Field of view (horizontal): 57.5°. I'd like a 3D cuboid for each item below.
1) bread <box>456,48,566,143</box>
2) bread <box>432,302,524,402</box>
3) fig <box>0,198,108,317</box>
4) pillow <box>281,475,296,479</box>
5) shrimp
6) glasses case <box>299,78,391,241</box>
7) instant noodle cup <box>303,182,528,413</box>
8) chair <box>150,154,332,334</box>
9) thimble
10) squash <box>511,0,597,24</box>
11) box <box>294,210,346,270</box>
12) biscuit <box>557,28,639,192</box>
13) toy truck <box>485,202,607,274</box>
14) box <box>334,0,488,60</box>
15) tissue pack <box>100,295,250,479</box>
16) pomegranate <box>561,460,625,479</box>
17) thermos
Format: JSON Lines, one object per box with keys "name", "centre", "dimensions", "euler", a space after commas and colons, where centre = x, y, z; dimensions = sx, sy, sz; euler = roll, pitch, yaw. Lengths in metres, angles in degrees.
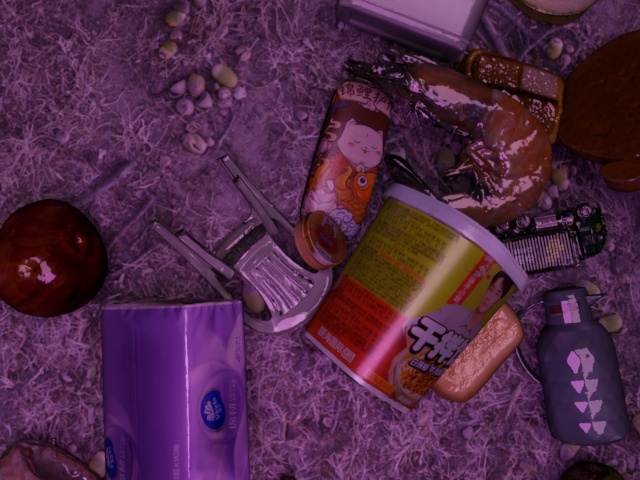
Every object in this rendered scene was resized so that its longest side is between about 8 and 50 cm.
{"name": "bread", "centre": [0.369, -0.274, 1.167], "dimensions": [0.222, 0.096, 0.182], "euler": [17, 82, -3]}
{"name": "bread", "centre": [0.278, 0.198, 1.117], "dimensions": [0.217, 0.098, 0.147], "euler": [-41, 94, -7]}
{"name": "fig", "centre": [-0.499, 0.051, 1.033], "dimensions": [0.249, 0.186, 0.204], "euler": [-30, 64, 33]}
{"name": "pillow", "centre": [-0.101, 0.638, 1.042], "dimensions": [0.305, 0.108, 0.308], "euler": [-31, 92, -12]}
{"name": "shrimp", "centre": [0.217, -0.189, 1.089], "dimensions": [0.444, 0.085, 0.272], "euler": [33, 101, -4]}
{"name": "glasses case", "centre": [0.050, -0.154, 1.126], "dimensions": [0.122, 0.082, 0.321], "euler": [18, 82, -15]}
{"name": "instant noodle cup", "centre": [0.150, 0.109, 1.008], "dimensions": [0.293, 0.294, 0.308], "euler": [37, 86, -2]}
{"name": "chair", "centre": [-0.130, 0.019, 1.053], "dimensions": [0.203, 0.190, 0.275], "euler": [-46, 119, -7]}
{"name": "thimble", "centre": [-0.458, 0.450, 0.975], "dimensions": [0.229, 0.196, 0.148], "euler": [38, 82, -1]}
{"name": "squash", "centre": [0.491, -0.567, 1.233], "dimensions": [0.219, 0.041, 0.220], "euler": [0, 82, -2]}
{"name": "box", "centre": [0.000, 0.000, 1.028], "dimensions": [0.037, 0.105, 0.106], "euler": [-26, 88, 34]}
{"name": "biscuit", "centre": [0.629, -0.242, 1.075], "dimensions": [0.070, 0.394, 0.351], "euler": [30, 89, -41]}
{"name": "toy truck", "centre": [0.431, 0.004, 1.155], "dimensions": [0.258, 0.088, 0.121], "euler": [-9, 85, -5]}
{"name": "box", "centre": [0.179, -0.485, 1.133], "dimensions": [0.311, 0.175, 0.183], "euler": [20, 92, -4]}
{"name": "tissue pack", "centre": [-0.251, 0.262, 0.981], "dimensions": [0.242, 0.160, 0.339], "euler": [-6, 85, 35]}
{"name": "pomegranate", "centre": [0.529, 0.495, 1.093], "dimensions": [0.138, 0.163, 0.126], "euler": [32, 100, -24]}
{"name": "thermos", "centre": [0.477, 0.234, 1.123], "dimensions": [0.182, 0.145, 0.287], "euler": [-12, 84, 27]}
